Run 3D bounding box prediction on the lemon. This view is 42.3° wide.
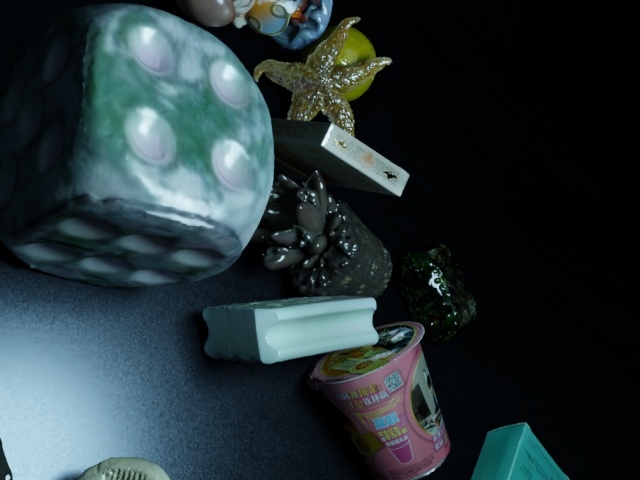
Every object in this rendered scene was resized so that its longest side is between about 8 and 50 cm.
[{"bbox_3d":[0.038,-0.400,1.878,0.206,0.173,0.174,-20,86,-41],"label":"lemon"}]

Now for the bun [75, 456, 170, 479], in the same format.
[{"bbox_3d":[-0.282,0.402,1.177,0.183,0.102,0.184,3,71,-9],"label":"bun"}]

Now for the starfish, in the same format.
[{"bbox_3d":[0.018,-0.328,1.771,0.299,0.302,0.060,43,9,-1],"label":"starfish"}]

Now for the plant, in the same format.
[{"bbox_3d":[0.000,0.000,1.604,0.320,0.194,0.182,34,24,-41],"label":"plant"}]

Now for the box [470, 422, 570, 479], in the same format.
[{"bbox_3d":[0.429,0.589,1.834,0.205,0.118,0.311,50,42,-13],"label":"box"}]

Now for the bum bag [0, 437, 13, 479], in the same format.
[{"bbox_3d":[-0.522,0.282,1.006,0.326,0.079,0.142,20,65,-44],"label":"bum bag"}]

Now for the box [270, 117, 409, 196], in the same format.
[{"bbox_3d":[-0.021,-0.165,1.568,0.204,0.365,0.051,28,83,-35],"label":"box"}]

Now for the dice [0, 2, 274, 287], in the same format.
[{"bbox_3d":[-0.290,-0.123,1.261,0.327,0.330,0.348,17,58,-41],"label":"dice"}]

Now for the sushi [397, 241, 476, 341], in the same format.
[{"bbox_3d":[0.259,0.119,1.888,0.127,0.124,0.225,-30,99,-49],"label":"sushi"}]

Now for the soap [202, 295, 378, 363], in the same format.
[{"bbox_3d":[-0.049,0.153,1.489,0.289,0.172,0.095,-2,90,-47],"label":"soap"}]

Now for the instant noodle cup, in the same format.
[{"bbox_3d":[0.132,0.318,1.590,0.244,0.243,0.255,-35,105,-50],"label":"instant noodle cup"}]

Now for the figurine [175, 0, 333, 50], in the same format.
[{"bbox_3d":[-0.158,-0.539,1.674,0.388,0.276,0.248,-6,78,-53],"label":"figurine"}]
